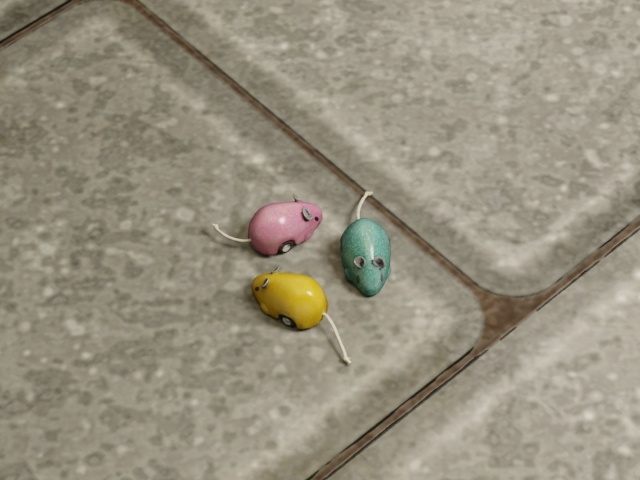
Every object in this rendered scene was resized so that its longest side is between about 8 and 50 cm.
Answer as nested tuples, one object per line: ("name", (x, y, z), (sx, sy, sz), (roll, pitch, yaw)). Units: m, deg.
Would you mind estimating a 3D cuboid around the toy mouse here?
("toy mouse", (0.000, 0.000, 1.289), (0.161, 0.031, 0.143), (30, 59, 23))
